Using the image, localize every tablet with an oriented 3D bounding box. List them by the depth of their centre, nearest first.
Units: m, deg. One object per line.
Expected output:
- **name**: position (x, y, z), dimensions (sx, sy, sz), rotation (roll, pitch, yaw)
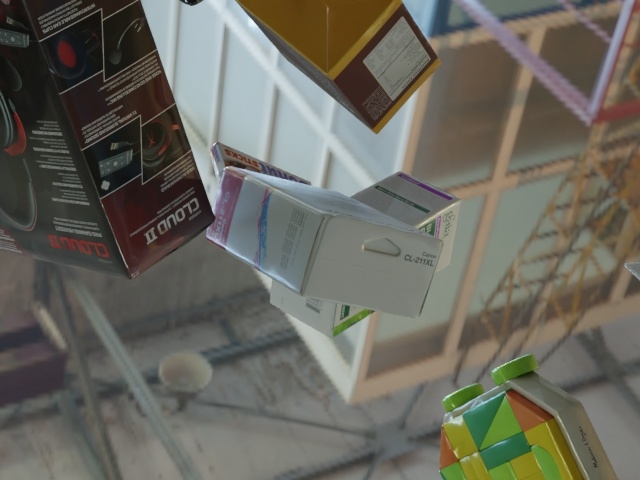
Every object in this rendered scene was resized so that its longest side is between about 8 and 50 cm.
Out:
- **tablet**: position (0.495, 0.055, 1.997), dimensions (0.054, 0.006, 0.083), rotation (-2, -150, -23)

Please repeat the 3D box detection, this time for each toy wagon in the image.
- **toy wagon**: position (0.230, 0.300, 1.632), dimensions (0.068, 0.344, 0.267), rotation (-16, -104, -32)

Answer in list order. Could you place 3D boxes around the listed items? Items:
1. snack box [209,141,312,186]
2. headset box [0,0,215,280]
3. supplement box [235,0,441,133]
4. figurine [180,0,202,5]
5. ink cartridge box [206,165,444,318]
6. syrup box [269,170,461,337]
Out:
- **snack box**: position (-0.071, -0.074, 1.768), dimensions (0.178, 0.022, 0.064), rotation (21, -140, -45)
- **headset box**: position (-0.227, -0.102, 1.139), dimensions (0.218, 0.293, 0.110), rotation (10, -143, 42)
- **supplement box**: position (0.022, -0.269, 1.712), dimensions (0.129, 0.194, 0.191), rotation (-48, -118, 0)
- **figurine**: position (-0.204, -0.428, 1.906), dimensions (0.215, 0.092, 0.209), rotation (35, -137, 8)
- **ink cartridge box**: position (0.000, 0.000, 1.149), dimensions (0.127, 0.072, 0.175), rotation (13, -171, -33)
- **syrup box**: position (0.055, 0.011, 1.533), dimensions (0.096, 0.093, 0.237), rotation (28, -144, 31)
